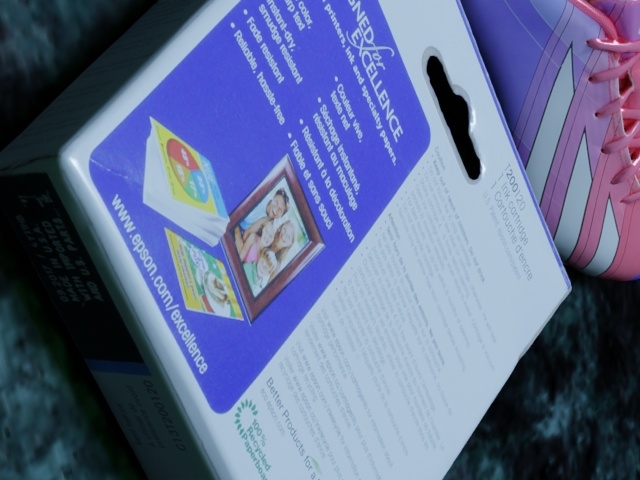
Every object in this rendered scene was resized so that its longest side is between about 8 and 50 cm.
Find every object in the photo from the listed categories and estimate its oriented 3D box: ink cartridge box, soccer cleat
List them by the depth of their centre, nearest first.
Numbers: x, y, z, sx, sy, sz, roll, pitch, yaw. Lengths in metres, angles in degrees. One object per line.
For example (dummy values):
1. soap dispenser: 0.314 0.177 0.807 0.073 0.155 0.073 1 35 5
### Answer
1. ink cartridge box: 0.000 0.000 0.625 0.208 0.045 0.206 -49 126 -40
2. soccer cleat: 0.105 -0.069 0.724 0.248 0.095 0.083 55 49 -36
